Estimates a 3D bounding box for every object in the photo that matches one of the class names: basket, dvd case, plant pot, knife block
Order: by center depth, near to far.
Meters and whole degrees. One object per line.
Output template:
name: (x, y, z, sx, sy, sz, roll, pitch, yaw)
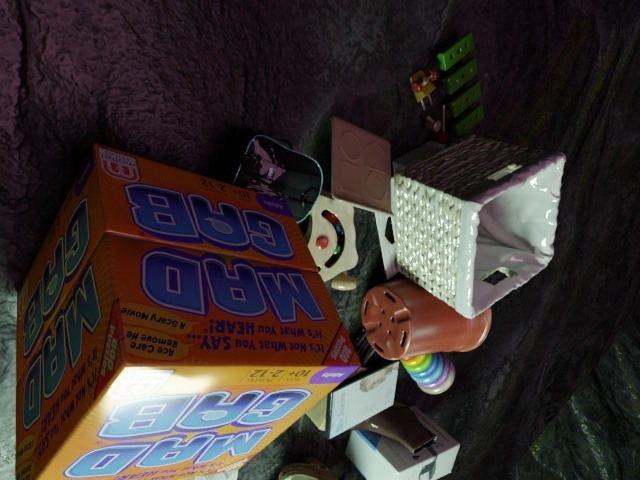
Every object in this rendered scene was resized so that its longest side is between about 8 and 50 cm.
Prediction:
basket: (0.382, -0.049, 1.219, 0.328, 0.266, 0.331, -27, 126, -26)
plant pot: (0.276, 0.202, 1.358, 0.265, 0.272, 0.272, -7, 117, -33)
dvd case: (0.122, 0.448, 1.407, 0.253, 0.022, 0.180, -15, 122, -32)
knife block: (0.083, 0.384, 1.420, 0.276, 0.088, 0.242, -20, 123, -29)

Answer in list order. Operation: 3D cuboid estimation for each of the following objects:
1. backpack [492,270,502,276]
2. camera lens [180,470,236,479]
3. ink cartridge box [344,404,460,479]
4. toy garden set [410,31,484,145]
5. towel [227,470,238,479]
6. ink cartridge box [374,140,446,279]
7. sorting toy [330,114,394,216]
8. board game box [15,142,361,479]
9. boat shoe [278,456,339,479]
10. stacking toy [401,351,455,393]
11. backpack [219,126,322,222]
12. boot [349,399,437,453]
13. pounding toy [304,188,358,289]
backpack: (0.545, 0.025, 1.565, 0.182, 0.152, 0.115, -20, 134, -44)
camera lens: (-0.343, 0.482, 1.041, 0.274, 0.219, 0.219, -31, 128, -22)
ink cartridge box: (0.275, 0.699, 1.643, 0.307, 0.223, 0.129, -1, 112, -38)
toy garden set: (0.318, -0.365, 1.246, 0.204, 0.049, 0.244, -41, 132, -17)
towel: (-0.344, 0.646, 1.246, 0.282, 0.049, 0.187, -1, 111, -37)
ink cartridge box: (0.235, -0.079, 1.314, 0.261, 0.066, 0.296, -31, 128, -22)
sorting toy: (0.091, -0.163, 1.113, 0.193, 0.038, 0.208, 12, 69, -42)
board game box: (-0.231, 0.136, 0.780, 0.356, 0.356, 0.356, 14, 129, -42)
boat shoe: (-0.041, 0.720, 1.489, 0.111, 0.104, 0.307, -32, 135, 5)
stacking toy: (0.305, 0.364, 1.573, 0.141, 0.141, 0.330, -49, 126, -7)
backpack: (-0.098, -0.122, 0.971, 0.188, 0.144, 0.165, 16, 102, -28)
boot: (0.223, 0.594, 1.557, 0.248, 0.207, 0.090, -3, 114, -37)
pounding toy: (0.000, 0.000, 1.167, 0.154, 0.155, 0.269, -8, 110, -4)
